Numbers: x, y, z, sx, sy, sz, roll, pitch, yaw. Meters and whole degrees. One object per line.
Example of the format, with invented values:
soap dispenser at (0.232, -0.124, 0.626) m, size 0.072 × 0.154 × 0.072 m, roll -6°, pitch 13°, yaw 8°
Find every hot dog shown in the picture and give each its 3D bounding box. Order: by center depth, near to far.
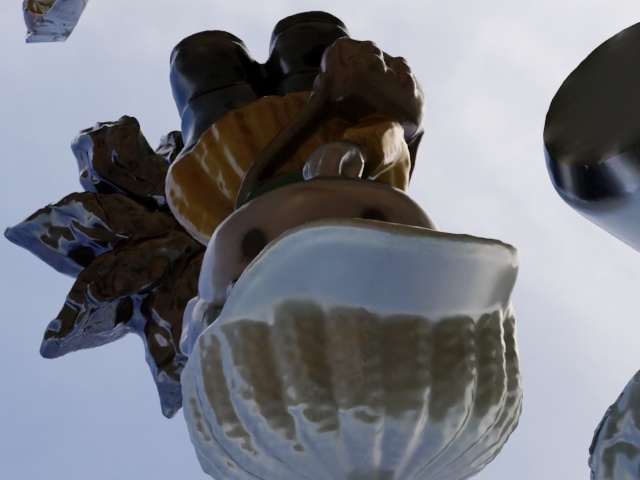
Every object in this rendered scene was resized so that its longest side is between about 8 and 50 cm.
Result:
hot dog at (-0.192, -0.234, 1.517) m, size 0.053 × 0.192 × 0.099 m, roll 24°, pitch -145°, yaw -16°

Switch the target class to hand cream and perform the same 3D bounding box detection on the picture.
hand cream at (0.277, 0.004, 1.091) m, size 0.359 × 0.185 × 0.118 m, roll 32°, pitch -122°, yaw -32°

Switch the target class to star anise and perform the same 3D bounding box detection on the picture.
star anise at (-0.100, 0.004, 1.364) m, size 0.236 × 0.109 × 0.223 m, roll 27°, pitch -127°, yaw 0°

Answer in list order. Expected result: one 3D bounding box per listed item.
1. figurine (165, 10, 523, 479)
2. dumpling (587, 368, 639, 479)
figurine at (0.004, 0.019, 1.065) m, size 0.185 × 0.204 × 0.332 m, roll -14°, pitch -152°, yaw -2°
dumpling at (0.332, 0.241, 1.365) m, size 0.341 × 0.260 × 0.181 m, roll 41°, pitch -150°, yaw -3°
